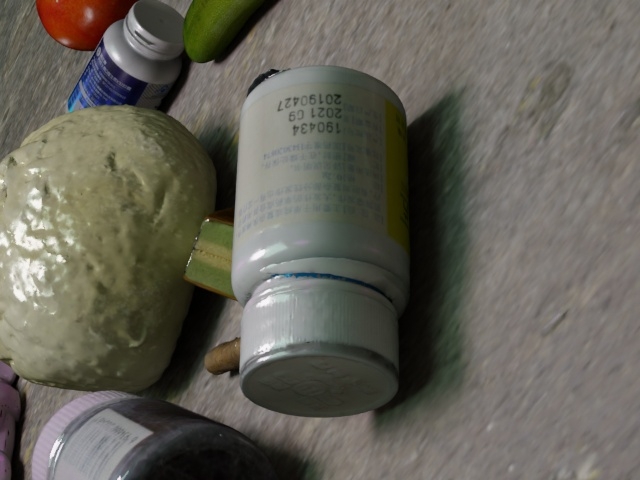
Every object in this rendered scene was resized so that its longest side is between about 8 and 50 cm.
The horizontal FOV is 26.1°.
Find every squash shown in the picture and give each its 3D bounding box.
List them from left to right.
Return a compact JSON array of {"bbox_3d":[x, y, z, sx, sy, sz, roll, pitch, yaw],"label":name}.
[{"bbox_3d":[-0.092,-0.278,1.541,0.258,0.069,0.069,-38,42,50],"label":"squash"}]

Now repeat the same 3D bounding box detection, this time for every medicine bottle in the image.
[{"bbox_3d":[-0.241,-0.209,1.748,0.191,0.107,0.107,-51,33,37],"label":"medicine bottle"},{"bbox_3d":[-0.155,0.226,1.243,0.273,0.165,0.165,4,78,65],"label":"medicine bottle"},{"bbox_3d":[0.000,0.000,1.097,0.143,0.143,0.258,-39,40,49],"label":"medicine bottle"}]

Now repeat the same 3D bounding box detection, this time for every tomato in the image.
[{"bbox_3d":[-0.317,-0.362,1.962,0.195,0.136,0.195,-40,40,44],"label":"tomato"}]

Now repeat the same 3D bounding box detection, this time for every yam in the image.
[{"bbox_3d":[-0.067,0.100,1.298,0.145,0.032,0.032,-31,48,55],"label":"yam"}]

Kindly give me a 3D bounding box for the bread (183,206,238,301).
[{"bbox_3d":[-0.076,0.014,1.390,0.139,0.084,0.074,-32,-37,-82],"label":"bread"}]

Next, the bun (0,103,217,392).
[{"bbox_3d":[-0.269,0.011,1.525,0.349,0.227,0.352,-51,32,38],"label":"bun"}]

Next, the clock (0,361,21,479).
[{"bbox_3d":[-0.523,0.314,1.982,0.296,0.113,0.322,-60,30,25],"label":"clock"}]
